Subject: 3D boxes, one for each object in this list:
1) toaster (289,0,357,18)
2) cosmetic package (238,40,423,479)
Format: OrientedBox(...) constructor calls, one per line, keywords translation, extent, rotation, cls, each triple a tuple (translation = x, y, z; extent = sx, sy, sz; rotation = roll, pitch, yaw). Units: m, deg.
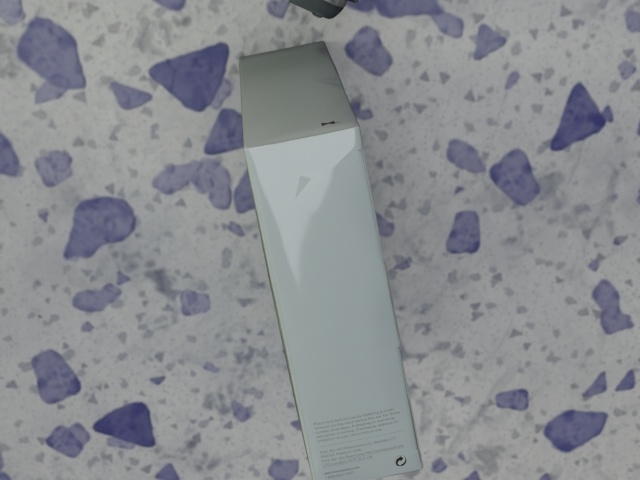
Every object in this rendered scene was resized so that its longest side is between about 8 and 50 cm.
OrientedBox(translation=(-0.048, -0.306, 1.241), extent=(0.227, 0.129, 0.146), rotation=(25, 101, -3), cls="toaster")
OrientedBox(translation=(0.000, 0.000, 1.210), extent=(0.097, 0.377, 0.284), rotation=(-9, 107, -1), cls="cosmetic package")
